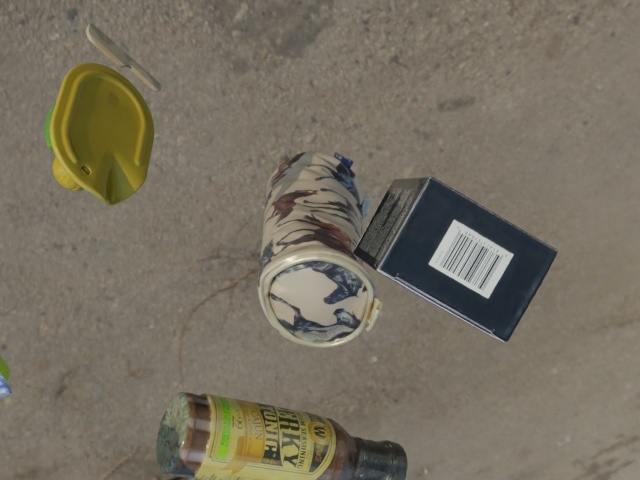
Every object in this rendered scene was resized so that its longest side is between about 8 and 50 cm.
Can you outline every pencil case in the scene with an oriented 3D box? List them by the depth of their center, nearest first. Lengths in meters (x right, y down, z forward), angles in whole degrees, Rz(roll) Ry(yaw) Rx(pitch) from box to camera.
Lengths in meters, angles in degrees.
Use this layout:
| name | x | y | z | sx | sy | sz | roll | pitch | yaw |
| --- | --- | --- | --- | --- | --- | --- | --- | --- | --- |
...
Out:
| name | x | y | z | sx | sy | sz | roll | pitch | yaw |
| --- | --- | --- | --- | --- | --- | --- | --- | --- | --- |
| pencil case | 0.000 | 0.000 | 1.153 | 0.183 | 0.410 | 0.160 | 3 | 117 | -3 |

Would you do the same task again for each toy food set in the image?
| name | x | y | z | sx | sy | sz | roll | pitch | yaw |
| --- | --- | --- | --- | --- | --- | --- | --- | --- | --- |
| toy food set | -0.267 | -0.133 | 0.885 | 0.071 | 0.218 | 0.128 | -25 | 137 | 34 |

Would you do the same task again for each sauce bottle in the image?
| name | x | y | z | sx | sy | sz | roll | pitch | yaw |
| --- | --- | --- | --- | --- | --- | --- | --- | --- | --- |
| sauce bottle | -0.042 | 0.282 | 1.009 | 0.344 | 0.111 | 0.111 | 15 | 125 | -26 |

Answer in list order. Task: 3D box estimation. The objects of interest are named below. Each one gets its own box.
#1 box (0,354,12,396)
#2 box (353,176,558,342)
| name | x | y | z | sx | sy | sz | roll | pitch | yaw |
| --- | --- | --- | --- | --- | --- | --- | --- | --- | --- |
| box | -0.607 | 0.197 | 1.260 | 0.109 | 0.042 | 0.178 | -20 | 116 | 0 |
| box | 0.135 | 0.013 | 0.815 | 0.153 | 0.207 | 0.108 | 29 | 91 | -4 |
